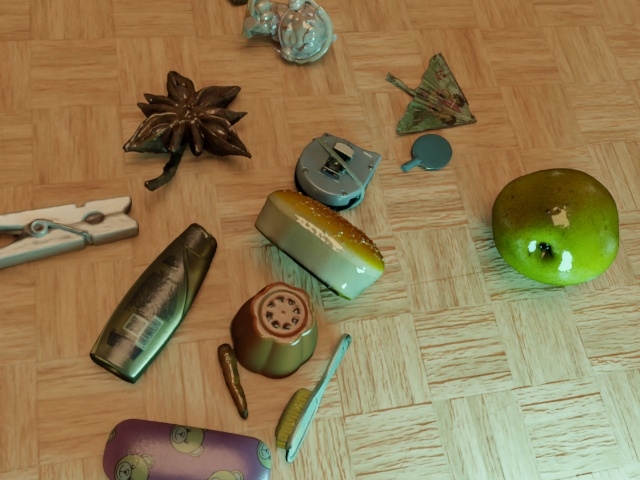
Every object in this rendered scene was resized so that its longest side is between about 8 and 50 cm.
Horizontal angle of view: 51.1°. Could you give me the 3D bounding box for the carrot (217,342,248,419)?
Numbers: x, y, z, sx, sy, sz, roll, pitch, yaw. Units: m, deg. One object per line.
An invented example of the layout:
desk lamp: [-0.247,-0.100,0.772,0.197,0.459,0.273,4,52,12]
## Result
carrot: [-0.179,0.289,1.373,0.035,0.036,0.165,-13,71,-16]

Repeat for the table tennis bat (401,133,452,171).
table tennis bat: [0.267,-0.215,1.689,0.155,0.019,0.100,-32,76,-23]

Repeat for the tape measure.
tape measure: [0.032,-0.159,1.572,0.181,0.107,0.181,24,58,-3]

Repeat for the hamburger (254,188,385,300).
hamburger: [0.000,0.000,1.435,0.295,0.227,0.151,40,89,5]

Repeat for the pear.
pear: [0.531,-0.030,1.522,0.293,0.294,0.295,4,66,-9]

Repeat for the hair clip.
hair clip: [-0.556,-0.021,1.409,0.330,0.085,0.101,-13,71,-17]

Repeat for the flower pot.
flower pot: [-0.085,0.171,1.368,0.190,0.173,0.191,5,64,-10]

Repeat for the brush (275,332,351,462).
brush: [-0.022,0.312,1.385,0.060,0.068,0.297,18,58,22]

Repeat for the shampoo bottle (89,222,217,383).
shampoo bottle: [-0.332,0.120,1.391,0.125,0.084,0.350,30,64,0]

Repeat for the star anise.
star anise: [-0.309,-0.262,1.554,0.292,0.109,0.350,-11,58,-7]

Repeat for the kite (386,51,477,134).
kite: [0.294,-0.375,1.768,0.267,0.013,0.323,26,62,0]

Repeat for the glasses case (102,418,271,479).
glasses case: [-0.251,0.419,1.278,0.316,0.076,0.123,10,65,-6]

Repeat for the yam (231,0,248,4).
yam: [-0.238,-0.761,1.791,0.106,0.106,0.259,-14,68,-16]

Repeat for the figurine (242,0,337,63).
figurine: [-0.074,-0.541,1.697,0.236,0.163,0.141,18,22,-4]
